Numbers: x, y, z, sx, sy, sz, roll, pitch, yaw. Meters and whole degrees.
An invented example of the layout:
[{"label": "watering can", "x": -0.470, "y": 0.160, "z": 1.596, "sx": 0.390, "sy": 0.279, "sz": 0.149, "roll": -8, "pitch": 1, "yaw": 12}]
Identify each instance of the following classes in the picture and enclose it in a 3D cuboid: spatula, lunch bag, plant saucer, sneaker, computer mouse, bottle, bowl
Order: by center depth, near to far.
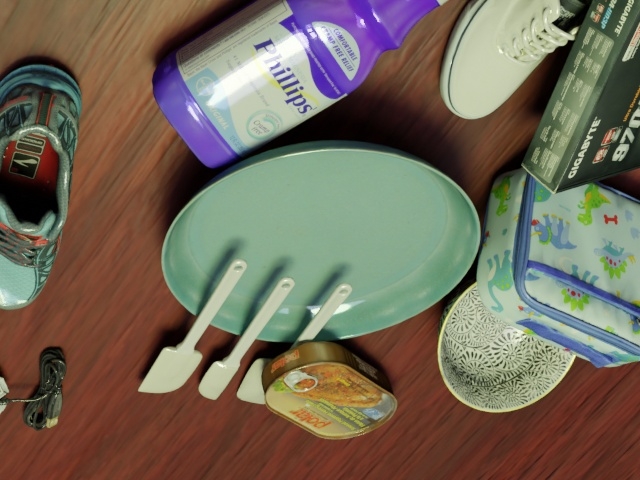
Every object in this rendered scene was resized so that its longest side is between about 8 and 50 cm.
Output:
[{"label": "bottle", "x": -0.012, "y": -0.179, "z": 1.148, "sx": 0.283, "sy": 0.092, "sz": 0.118, "roll": -30, "pitch": 125, "yaw": 10}, {"label": "sneaker", "x": 0.202, "y": -0.211, "z": 1.168, "sx": 0.094, "sy": 0.091, "sz": 0.258, "roll": 23, "pitch": 117, "yaw": -24}, {"label": "sneaker", "x": -0.288, "y": -0.030, "z": 1.178, "sx": 0.104, "sy": 0.125, "sz": 0.261, "roll": 7, "pitch": 123, "yaw": -15}, {"label": "plant saucer", "x": 0.000, "y": 0.000, "z": 1.260, "sx": 0.318, "sy": 0.043, "sz": 0.317, "roll": -4, "pitch": 143, "yaw": -3}, {"label": "lunch bag", "x": 0.270, "y": 0.028, "z": 1.293, "sx": 0.219, "sy": 0.176, "sz": 0.090, "roll": 25, "pitch": 155, "yaw": -25}, {"label": "spatula", "x": -0.075, "y": 0.103, "z": 1.338, "sx": 0.168, "sy": 0.019, "sz": 0.242, "roll": 13, "pitch": 135, "yaw": -24}, {"label": "computer mouse", "x": -0.373, "y": 0.162, "z": 1.348, "sx": 0.193, "sy": 0.042, "sz": 0.106, "roll": 1, "pitch": 129, "yaw": -18}, {"label": "bowl", "x": 0.191, "y": 0.095, "z": 1.375, "sx": 0.170, "sy": 0.080, "sz": 0.170, "roll": -7, "pitch": 111, "yaw": -18}]

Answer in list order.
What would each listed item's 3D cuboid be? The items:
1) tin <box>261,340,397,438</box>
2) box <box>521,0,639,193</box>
[{"label": "tin", "x": 0.009, "y": 0.168, "z": 1.398, "sx": 0.106, "sy": 0.040, "sz": 0.190, "roll": -34, "pitch": 141, "yaw": 15}, {"label": "box", "x": 0.299, "y": -0.160, "z": 1.191, "sx": 0.175, "sy": 0.051, "sz": 0.220, "roll": -16, "pitch": 138, "yaw": -38}]
